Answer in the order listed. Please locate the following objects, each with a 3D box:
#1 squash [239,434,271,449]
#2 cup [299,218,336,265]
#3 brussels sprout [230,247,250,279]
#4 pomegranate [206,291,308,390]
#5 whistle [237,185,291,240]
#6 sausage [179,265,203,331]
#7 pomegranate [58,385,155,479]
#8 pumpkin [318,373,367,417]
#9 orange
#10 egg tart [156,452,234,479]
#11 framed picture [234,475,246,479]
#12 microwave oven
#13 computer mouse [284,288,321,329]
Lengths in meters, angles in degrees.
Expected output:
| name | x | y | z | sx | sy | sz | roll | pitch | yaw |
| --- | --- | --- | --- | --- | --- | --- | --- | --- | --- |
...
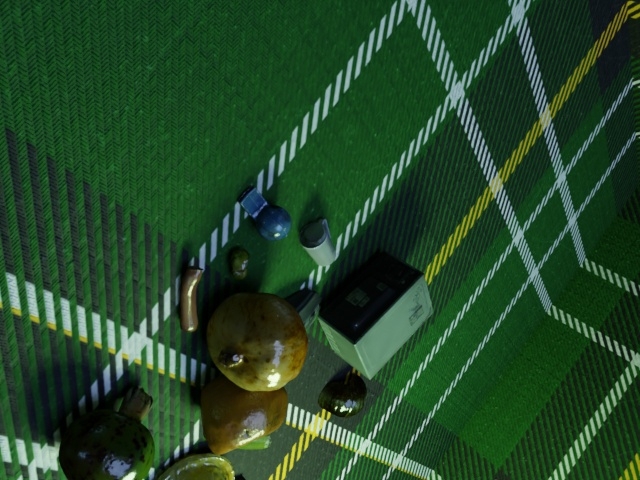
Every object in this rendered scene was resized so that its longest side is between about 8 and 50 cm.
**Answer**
| name | x | y | z | sx | sy | sz | roll | pitch | yaw |
| --- | --- | --- | --- | --- | --- | --- | --- | --- | --- |
| squash | -0.213 | 0.558 | 1.782 | 0.239 | 0.069 | 0.069 | 27 | 96 | -52 |
| cup | 0.000 | 0.000 | 1.617 | 0.116 | 0.074 | 0.104 | 58 | 42 | -54 |
| brussels sprout | -0.186 | 0.060 | 1.461 | 0.051 | 0.046 | 0.083 | -78 | 171 | -54 |
| pomegranate | -0.150 | 0.237 | 1.477 | 0.248 | 0.248 | 0.248 | -28 | 135 | -32 |
| whistle | -0.116 | -0.050 | 1.430 | 0.090 | 0.090 | 0.158 | -49 | 143 | -9 |
| sausage | -0.290 | 0.131 | 1.400 | 0.040 | 0.047 | 0.177 | -34 | 141 | -51 |
| pomegranate | -0.446 | 0.434 | 1.363 | 0.202 | 0.202 | 0.248 | 69 | 32 | -47 |
| pumpkin | 0.093 | 0.520 | 2.066 | 0.183 | 0.107 | 0.119 | -11 | 119 | -45 |
| orange | -0.196 | 0.418 | 1.590 | 0.249 | 0.183 | 0.249 | -23 | 168 | -5 |
| egg tart | -0.348 | 0.715 | 1.704 | 0.290 | 0.115 | 0.290 | -23 | 129 | -31 |
| framed picture | -0.305 | 0.798 | 1.895 | 0.128 | 0.023 | 0.168 | 8 | 111 | -49 |
| microwave oven | 0.161 | 0.212 | 1.847 | 0.295 | 0.181 | 0.237 | -43 | 139 | -18 |
| computer mouse | -0.073 | 0.218 | 1.684 | 0.231 | 0.071 | 0.126 | -25 | 133 | -35 |
